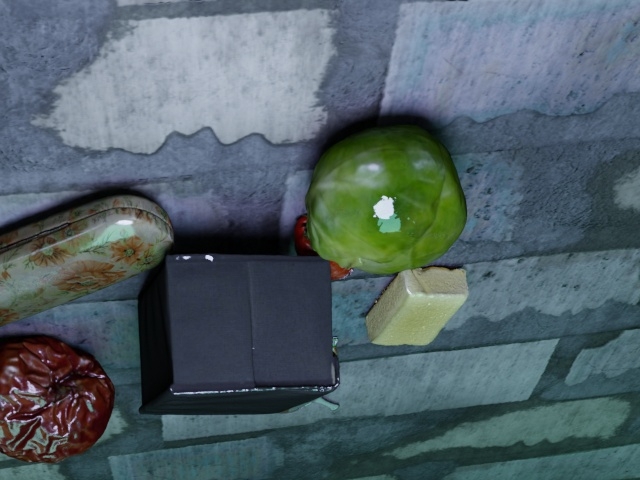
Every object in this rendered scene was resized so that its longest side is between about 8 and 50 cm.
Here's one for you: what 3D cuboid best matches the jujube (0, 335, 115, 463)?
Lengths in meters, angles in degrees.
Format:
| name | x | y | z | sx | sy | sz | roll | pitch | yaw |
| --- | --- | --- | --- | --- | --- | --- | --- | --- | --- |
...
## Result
| name | x | y | z | sx | sy | sz | roll | pitch | yaw |
| --- | --- | --- | --- | --- | --- | --- | --- | --- | --- |
| jujube | -0.474 | 0.273 | 1.984 | 0.232 | 0.213 | 0.213 | 20 | 138 | -29 |

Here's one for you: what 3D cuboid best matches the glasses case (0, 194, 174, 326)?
| name | x | y | z | sx | sy | sz | roll | pitch | yaw |
| --- | --- | --- | --- | --- | --- | --- | --- | --- | --- |
| glasses case | -0.417 | 0.040 | 1.730 | 0.425 | 0.098 | 0.156 | -20 | 149 | 14 |

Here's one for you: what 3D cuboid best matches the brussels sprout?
| name | x | y | z | sx | sy | sz | roll | pitch | yaw |
| --- | --- | --- | --- | --- | --- | --- | --- | --- | --- |
| brussels sprout | 0.086 | -0.054 | 1.640 | 0.244 | 0.244 | 0.244 | -8 | 149 | -5 |

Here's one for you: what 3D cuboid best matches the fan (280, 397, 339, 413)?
| name | x | y | z | sx | sy | sz | roll | pitch | yaw |
| --- | --- | --- | --- | --- | --- | --- | --- | --- | --- |
| fan | -0.018 | 0.315 | 2.371 | 0.152 | 0.008 | 0.226 | -36 | 148 | 15 |

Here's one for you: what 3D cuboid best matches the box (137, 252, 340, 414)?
| name | x | y | z | sx | sy | sz | roll | pitch | yaw |
| --- | --- | --- | --- | --- | --- | --- | --- | --- | --- |
| box | -0.140 | 0.153 | 1.808 | 0.251 | 0.205 | 0.345 | 1 | 166 | -17 |

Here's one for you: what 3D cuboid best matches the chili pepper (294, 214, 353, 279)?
| name | x | y | z | sx | sy | sz | roll | pitch | yaw |
| --- | --- | --- | --- | --- | --- | --- | --- | --- | --- |
| chili pepper | 0.000 | 0.000 | 1.810 | 0.086 | 0.084 | 0.192 | -30 | 152 | 0 |

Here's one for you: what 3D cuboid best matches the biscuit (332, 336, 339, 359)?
| name | x | y | z | sx | sy | sz | roll | pitch | yaw |
| --- | --- | --- | --- | --- | --- | --- | --- | --- | --- |
| biscuit | 0.012 | 0.211 | 2.220 | 0.046 | 0.016 | 0.089 | -9 | 149 | -3 |

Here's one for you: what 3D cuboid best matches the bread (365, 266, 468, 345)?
| name | x | y | z | sx | sy | sz | roll | pitch | yaw |
| --- | --- | --- | --- | --- | --- | --- | --- | --- | --- |
| bread | 0.170 | 0.115 | 2.063 | 0.125 | 0.068 | 0.188 | 3 | 146 | -21 |
